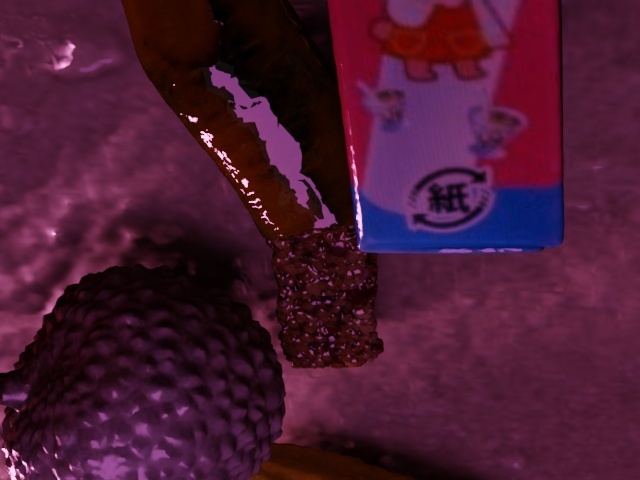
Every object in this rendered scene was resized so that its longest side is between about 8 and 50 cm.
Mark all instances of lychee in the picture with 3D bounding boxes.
[{"bbox_3d":[-0.115,0.092,0.942,0.197,0.165,0.165,16,136,-25],"label":"lychee"}]

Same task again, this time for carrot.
[{"bbox_3d":[-0.031,-0.070,0.803,0.082,0.082,0.173,-24,103,28],"label":"carrot"}]

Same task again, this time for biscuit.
[{"bbox_3d":[0.000,0.000,0.924,0.064,0.034,0.199,0,135,7],"label":"biscuit"}]

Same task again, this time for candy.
[{"bbox_3d":[0.050,-0.153,0.677,0.100,0.157,0.306,0,135,8],"label":"candy"},{"bbox_3d":[0.025,0.193,1.076,0.198,0.094,0.106,26,138,-10],"label":"candy"}]
